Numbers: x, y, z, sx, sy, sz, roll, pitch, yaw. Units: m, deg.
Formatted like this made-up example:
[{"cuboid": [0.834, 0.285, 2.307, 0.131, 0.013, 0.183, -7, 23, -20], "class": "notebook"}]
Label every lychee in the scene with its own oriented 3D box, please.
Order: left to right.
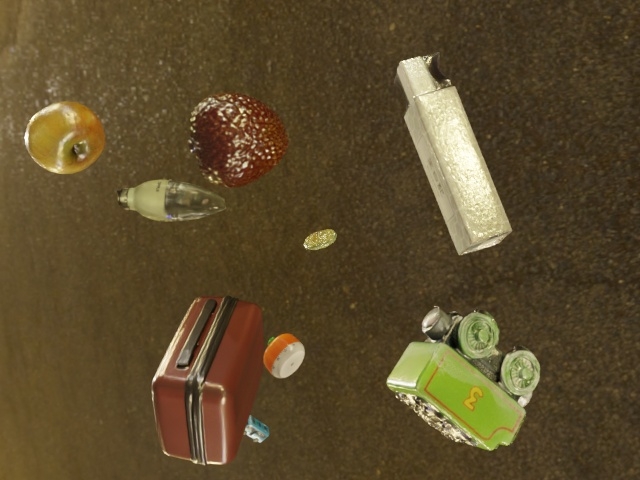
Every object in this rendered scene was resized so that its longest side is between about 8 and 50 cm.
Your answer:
[{"cuboid": [-0.164, -0.193, 1.208, 0.194, 0.194, 0.195, 16, 111, 48], "class": "lychee"}]

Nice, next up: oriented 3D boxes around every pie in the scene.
[{"cuboid": [-0.001, 0.001, 1.474, 0.084, 0.084, 0.021, 9, 128, 50], "class": "pie"}]

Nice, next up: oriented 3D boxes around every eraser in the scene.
[{"cuboid": [0.263, -0.179, 1.278, 0.096, 0.098, 0.404, 110, 142, -75], "class": "eraser"}]

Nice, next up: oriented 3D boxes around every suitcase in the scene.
[{"cuboid": [-0.216, 0.272, 1.265, 0.161, 0.297, 0.236, 7, 123, 6], "class": "suitcase"}]

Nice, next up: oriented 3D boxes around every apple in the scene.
[{"cuboid": [-0.621, -0.252, 1.527, 0.155, 0.182, 0.183, 44, 130, 34], "class": "apple"}]

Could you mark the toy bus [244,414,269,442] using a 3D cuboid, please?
[{"cuboid": [-0.176, 0.497, 1.662, 0.046, 0.083, 0.038, -38, 33, 13], "class": "toy bus"}]

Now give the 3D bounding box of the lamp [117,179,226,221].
[{"cuboid": [-0.345, -0.092, 1.465, 0.101, 0.249, 0.101, -178, 90, -86], "class": "lamp"}]

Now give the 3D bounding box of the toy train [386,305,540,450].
[{"cuboid": [0.319, 0.303, 1.365, 0.307, 0.249, 0.173, 40, 160, -12], "class": "toy train"}]

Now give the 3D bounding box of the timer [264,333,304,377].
[{"cuboid": [-0.120, 0.347, 1.938, 0.136, 0.136, 0.099, 31, 160, 43], "class": "timer"}]
